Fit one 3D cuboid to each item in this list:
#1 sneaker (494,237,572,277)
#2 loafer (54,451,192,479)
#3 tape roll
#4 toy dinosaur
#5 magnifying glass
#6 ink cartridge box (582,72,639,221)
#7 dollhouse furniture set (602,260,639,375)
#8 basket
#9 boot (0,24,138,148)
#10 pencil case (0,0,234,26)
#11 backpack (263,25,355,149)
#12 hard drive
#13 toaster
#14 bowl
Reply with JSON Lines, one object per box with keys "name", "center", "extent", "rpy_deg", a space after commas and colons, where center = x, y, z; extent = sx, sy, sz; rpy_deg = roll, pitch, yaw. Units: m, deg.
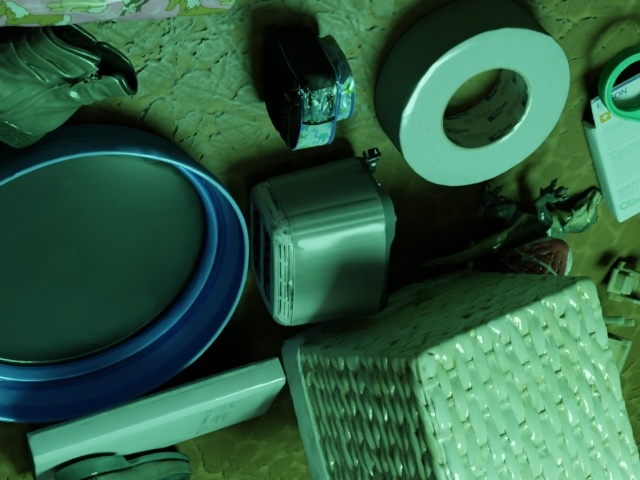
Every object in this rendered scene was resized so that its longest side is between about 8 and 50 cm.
{"name": "sneaker", "center": [0.276, 0.058, 1.884], "extent": [0.093, 0.088, 0.225], "rpy_deg": [-36, 165, -31]}
{"name": "loafer", "center": [-0.240, 0.317, 1.781], "extent": [0.096, 0.084, 0.267], "rpy_deg": [-24, 165, 19]}
{"name": "tape roll", "center": [0.176, -0.170, 1.642], "extent": [0.219, 0.072, 0.219], "rpy_deg": [-16, 135, -17]}
{"name": "toy dinosaur", "center": [0.256, -0.027, 1.829], "extent": [0.268, 0.064, 0.118], "rpy_deg": [-16, 141, -12]}
{"name": "magnifying glass", "center": [0.421, -0.160, 1.757], "extent": [0.092, 0.026, 0.231], "rpy_deg": [-45, 132, 11]}
{"name": "ink cartridge box", "center": [0.447, -0.158, 1.821], "extent": [0.223, 0.045, 0.224], "rpy_deg": [-28, 133, -4]}
{"name": "dollhouse furniture set", "center": [0.354, 0.091, 1.973], "extent": [0.182, 0.101, 0.161], "rpy_deg": [16, 95, -47]}
{"name": "basket", "center": [0.179, 0.223, 1.726], "extent": [0.328, 0.266, 0.331], "rpy_deg": [-20, 97, -35]}
{"name": "boot", "center": [-0.300, -0.174, 1.327], "extent": [0.161, 0.083, 0.246], "rpy_deg": [-24, 152, 32]}
{"name": "pencil case", "center": [-0.253, -0.273, 1.244], "extent": [0.386, 0.160, 0.167], "rpy_deg": [-4, 111, -26]}
{"name": "backpack", "center": [-0.011, -0.158, 1.525], "extent": [0.084, 0.105, 0.114], "rpy_deg": [-11, 138, -19]}
{"name": "hard drive", "center": [-0.205, 0.225, 1.750], "extent": [0.308, 0.040, 0.203], "rpy_deg": [-16, 165, -15]}
{"name": "toaster", "center": [0.000, 0.000, 1.659], "extent": [0.146, 0.129, 0.227], "rpy_deg": [-13, 137, -16]}
{"name": "bowl", "center": [-0.273, 0.038, 1.579], "extent": [0.391, 0.077, 0.391], "rpy_deg": [-16, 135, -16]}
